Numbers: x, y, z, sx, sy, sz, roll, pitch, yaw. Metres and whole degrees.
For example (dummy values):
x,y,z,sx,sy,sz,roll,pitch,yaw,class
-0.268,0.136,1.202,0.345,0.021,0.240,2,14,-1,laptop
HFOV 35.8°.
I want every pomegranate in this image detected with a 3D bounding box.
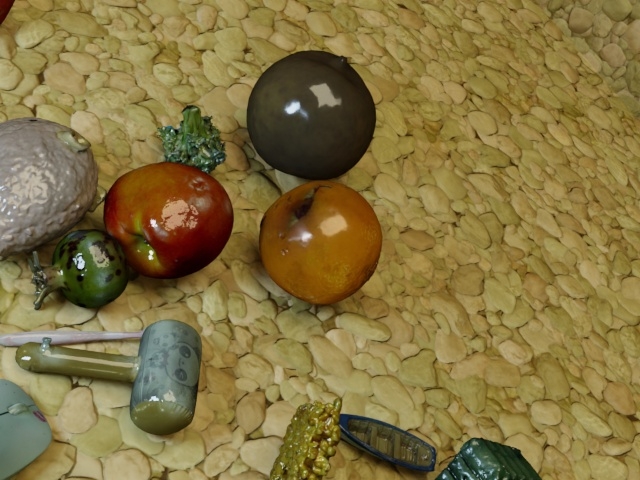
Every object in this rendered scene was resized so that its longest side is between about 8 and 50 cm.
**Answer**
x,y,z,sx,sy,sz,roll,pitch,yaw,class
-0.420,0.052,1.721,0.169,0.148,0.149,-7,56,-15,pomegranate

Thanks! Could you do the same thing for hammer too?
x,y,z,sx,sy,sz,roll,pitch,yaw,class
-0.353,0.210,1.657,0.305,0.113,0.202,13,45,-13,hammer

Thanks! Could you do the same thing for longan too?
x,y,z,sx,sy,sz,roll,pitch,yaw,class
-0.017,-0.272,2.155,0.297,0.297,0.297,18,46,-20,longan

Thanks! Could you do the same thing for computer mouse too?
x,y,z,sx,sy,sz,roll,pitch,yaw,class
-0.530,0.299,1.456,0.159,0.097,0.288,47,44,14,computer mouse

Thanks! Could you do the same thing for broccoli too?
x,y,z,sx,sy,sz,roll,pitch,yaw,class
-0.264,-0.208,2.023,0.167,0.160,0.154,-23,41,-32,broccoli

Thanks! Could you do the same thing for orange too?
x,y,z,sx,sy,sz,roll,pitch,yaw,class
0.000,0.000,1.951,0.246,0.246,0.246,18,46,-20,orange

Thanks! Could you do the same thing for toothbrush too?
x,y,z,sx,sy,sz,roll,pitch,yaw,class
-0.402,0.165,1.706,0.307,0.029,0.025,0,94,-31,toothbrush

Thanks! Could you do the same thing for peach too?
x,y,z,sx,sy,sz,roll,pitch,yaw,class
-0.281,-0.042,1.836,0.243,0.200,0.243,15,39,-12,peach

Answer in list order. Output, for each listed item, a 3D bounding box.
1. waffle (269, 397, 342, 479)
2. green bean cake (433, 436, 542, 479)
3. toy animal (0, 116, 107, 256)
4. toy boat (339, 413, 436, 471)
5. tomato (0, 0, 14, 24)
x,y,z,sx,sy,sz,roll,pitch,yaw,class
-0.029,0.364,1.656,0.070,0.193,0.197,24,43,-9,waffle
0.297,0.471,1.823,0.208,0.193,0.107,22,18,-49,green bean cake
-0.509,-0.100,1.732,0.226,0.188,0.358,5,45,3,toy animal
0.111,0.376,1.845,0.228,0.046,0.080,23,46,-15,toy boat
-0.708,-0.479,1.977,0.232,0.140,0.200,-3,39,8,tomato
